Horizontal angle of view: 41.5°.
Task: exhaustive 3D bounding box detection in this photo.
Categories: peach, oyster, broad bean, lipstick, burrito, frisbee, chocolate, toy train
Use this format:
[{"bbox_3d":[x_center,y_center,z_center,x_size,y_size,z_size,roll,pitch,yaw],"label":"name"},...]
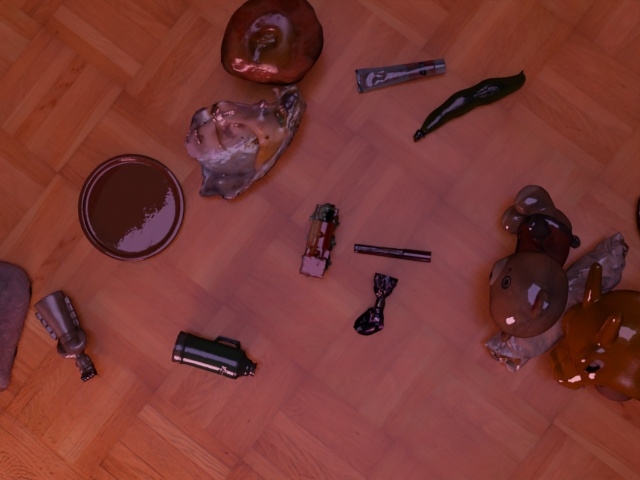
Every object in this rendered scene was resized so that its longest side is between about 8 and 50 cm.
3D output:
[{"bbox_3d":[-0.113,-0.438,1.877,0.235,0.214,0.214,-31,85,-4],"label":"peach"},{"bbox_3d":[-0.174,-0.229,1.919,0.270,0.100,0.275,6,109,-1],"label":"oyster"},{"bbox_3d":[0.336,-0.318,1.931,0.297,0.043,0.060,-27,96,1],"label":"broad bean"},{"bbox_3d":[0.164,0.028,1.924,0.176,0.027,0.027,6,86,4],"label":"lipstick"},{"bbox_3d":[0.541,0.142,1.876,0.392,0.076,0.117,-42,105,0],"label":"burrito"},{"bbox_3d":[-0.438,-0.076,1.959,0.250,0.021,0.251,0,86,2],"label":"frisbee"},{"bbox_3d":[0.129,0.147,1.905,0.070,0.072,0.147,14,96,-37],"label":"chocolate"},{"bbox_3d":[0.000,0.000,1.886,0.074,0.118,0.176,14,89,1],"label":"toy train"},{"bbox_3d":[-0.779,0.190,1.922,0.185,0.100,0.304,11,84,6],"label":"chocolate"}]

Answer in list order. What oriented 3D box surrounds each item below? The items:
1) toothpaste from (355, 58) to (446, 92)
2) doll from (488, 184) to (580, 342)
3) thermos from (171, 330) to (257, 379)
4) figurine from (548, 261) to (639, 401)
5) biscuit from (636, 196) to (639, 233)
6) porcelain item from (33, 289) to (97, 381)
[{"bbox_3d":[0.185,-0.385,1.947,0.205,0.036,0.056,-9,88,6],"label":"toothpaste"},{"bbox_3d":[0.455,0.055,1.806,0.174,0.235,0.330,21,65,-4],"label":"doll"},{"bbox_3d":[-0.235,0.264,1.907,0.187,0.083,0.073,17,109,2],"label":"thermos"},{"bbox_3d":[0.712,0.197,1.771,0.386,0.268,0.401,10,97,-10],"label":"figurine"},{"bbox_3d":[0.812,-0.027,1.897,0.176,0.031,0.229,-36,84,-1],"label":"biscuit"},{"bbox_3d":[-0.570,0.221,1.927,0.084,0.054,0.213,-31,85,3],"label":"porcelain item"}]
